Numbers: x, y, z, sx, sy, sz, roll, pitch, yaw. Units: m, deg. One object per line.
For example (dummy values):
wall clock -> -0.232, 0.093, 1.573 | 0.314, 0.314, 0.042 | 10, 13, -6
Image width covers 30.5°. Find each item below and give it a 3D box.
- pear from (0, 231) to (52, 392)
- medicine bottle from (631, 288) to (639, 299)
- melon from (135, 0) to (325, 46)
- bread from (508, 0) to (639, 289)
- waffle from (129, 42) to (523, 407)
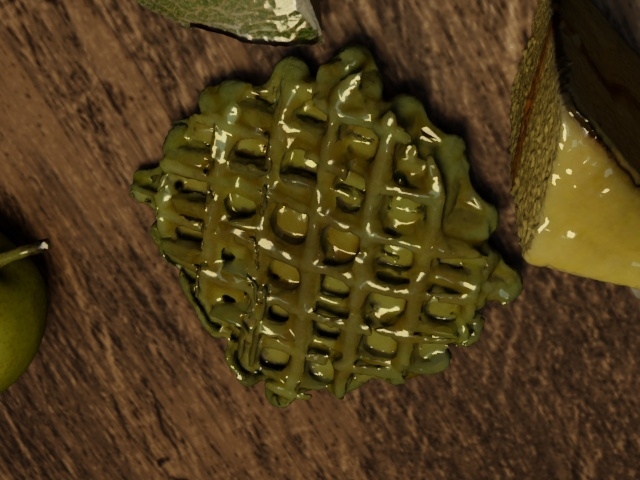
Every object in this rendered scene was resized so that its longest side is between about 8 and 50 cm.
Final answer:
pear -> -0.316, 0.047, 1.022 | 0.216, 0.166, 0.180 | -39, 91, 34
medicine bottle -> 0.307, -0.004, 0.924 | 0.140, 0.079, 0.079 | -22, 112, 20
melon -> -0.070, -0.231, 0.874 | 0.202, 0.093, 0.139 | 22, 123, 9
bread -> 0.230, -0.078, 0.815 | 0.178, 0.240, 0.135 | 12, 125, 1
waffle -> 0.000, 0.000, 0.990 | 0.297, 0.073, 0.317 | -26, 110, 23
